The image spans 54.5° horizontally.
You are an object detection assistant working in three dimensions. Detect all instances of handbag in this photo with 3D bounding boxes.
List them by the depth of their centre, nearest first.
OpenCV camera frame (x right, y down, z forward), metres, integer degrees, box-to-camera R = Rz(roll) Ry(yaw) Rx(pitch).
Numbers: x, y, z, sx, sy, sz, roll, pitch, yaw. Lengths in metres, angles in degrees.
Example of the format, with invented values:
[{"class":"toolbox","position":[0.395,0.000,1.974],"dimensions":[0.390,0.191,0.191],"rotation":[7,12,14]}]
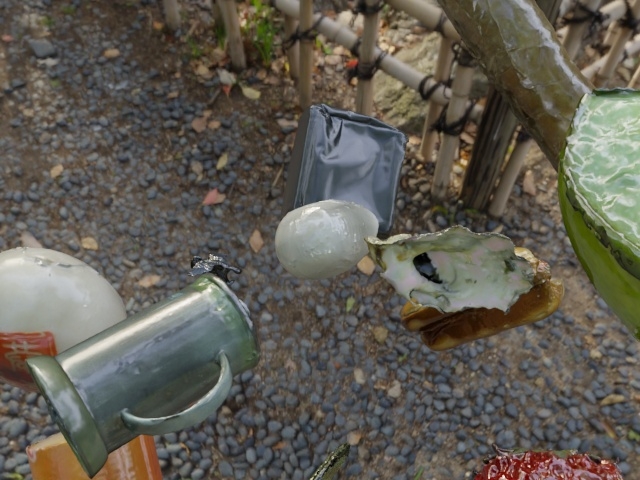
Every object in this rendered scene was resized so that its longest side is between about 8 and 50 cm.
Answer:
[{"class":"handbag","position":[0.058,-0.151,1.506],"dimensions":[0.275,0.178,0.301],"rotation":[13,79,-18]}]

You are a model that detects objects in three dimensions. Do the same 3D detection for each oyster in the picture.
[{"class":"oyster","position":[0.173,0.036,0.828],"dimensions":[0.209,0.132,0.072],"rotation":[-12,20,20]}]

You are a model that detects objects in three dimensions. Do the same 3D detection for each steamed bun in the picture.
[{"class":"steamed bun","position":[-0.638,0.207,1.415],"dimensions":[0.375,0.374,0.241],"rotation":[5,45,1]}]

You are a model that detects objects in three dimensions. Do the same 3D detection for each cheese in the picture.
[{"class":"cheese","position":[0.000,0.000,1.243],"dimensions":[0.198,0.189,0.154],"rotation":[-16,81,31]}]

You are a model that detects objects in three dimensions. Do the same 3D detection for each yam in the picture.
[{"class":"yam","position":[0.150,-0.213,0.545],"dimensions":[0.081,0.081,0.356],"rotation":[-35,92,-22]}]

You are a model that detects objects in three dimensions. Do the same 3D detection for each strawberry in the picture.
[{"class":"strawberry","position":[0.339,0.454,0.957],"dimensions":[0.254,0.150,0.280],"rotation":[9,78,24]}]

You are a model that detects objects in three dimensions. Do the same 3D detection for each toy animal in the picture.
[{"class":"toy animal","position":[-0.229,0.060,1.351],"dimensions":[0.108,0.220,0.062],"rotation":[35,101,1]}]

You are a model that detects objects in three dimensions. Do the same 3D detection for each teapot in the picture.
[{"class":"teapot","position":[-0.242,0.199,0.964],"dimensions":[0.337,0.200,0.271],"rotation":[-29,30,-29]}]

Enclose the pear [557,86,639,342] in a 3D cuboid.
[{"class":"pear","position":[0.294,0.027,0.374],"dimensions":[0.293,0.292,0.159],"rotation":[14,67,7]}]

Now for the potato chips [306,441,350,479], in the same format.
[{"class":"potato chips","position":[-0.036,0.317,0.679],"dimensions":[0.029,0.202,0.220],"rotation":[34,48,16]}]

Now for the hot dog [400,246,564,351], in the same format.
[{"class":"hot dog","position":[0.256,0.102,1.053],"dimensions":[0.135,0.337,0.100],"rotation":[35,55,-12]}]

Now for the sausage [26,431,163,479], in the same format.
[{"class":"sausage","position":[-0.417,0.494,1.196],"dimensions":[0.233,0.233,0.286],"rotation":[-13,82,-10]}]
